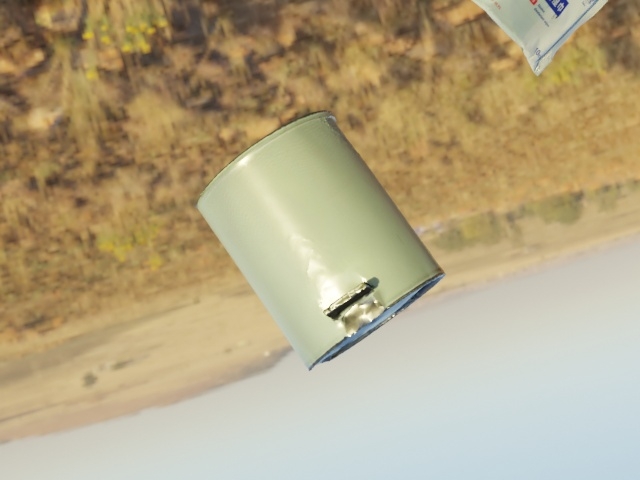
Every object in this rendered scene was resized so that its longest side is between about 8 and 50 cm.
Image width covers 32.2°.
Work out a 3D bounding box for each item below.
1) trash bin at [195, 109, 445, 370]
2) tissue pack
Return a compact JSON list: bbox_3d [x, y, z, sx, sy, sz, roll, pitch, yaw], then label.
[{"bbox_3d":[0.000,0.000,1.426,0.217,0.263,0.277,-36,172,5],"label":"trash bin"},{"bbox_3d":[0.249,-0.279,1.265,0.122,0.026,0.193,-48,139,8],"label":"tissue pack"}]
